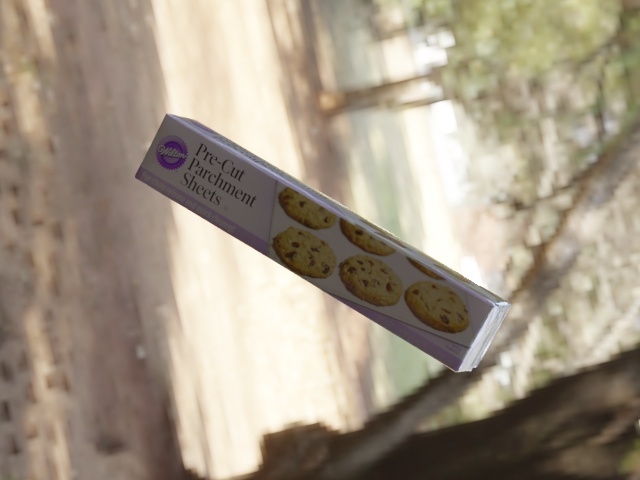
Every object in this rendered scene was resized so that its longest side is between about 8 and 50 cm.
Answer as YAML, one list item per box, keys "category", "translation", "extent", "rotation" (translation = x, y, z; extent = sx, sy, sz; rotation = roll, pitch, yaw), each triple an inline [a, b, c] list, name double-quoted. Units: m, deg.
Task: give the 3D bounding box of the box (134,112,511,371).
- category: "box"
  translation: [0.000, 0.000, 1.487]
  extent: [0.067, 0.324, 0.063]
  rotation: [-61, 163, 9]
